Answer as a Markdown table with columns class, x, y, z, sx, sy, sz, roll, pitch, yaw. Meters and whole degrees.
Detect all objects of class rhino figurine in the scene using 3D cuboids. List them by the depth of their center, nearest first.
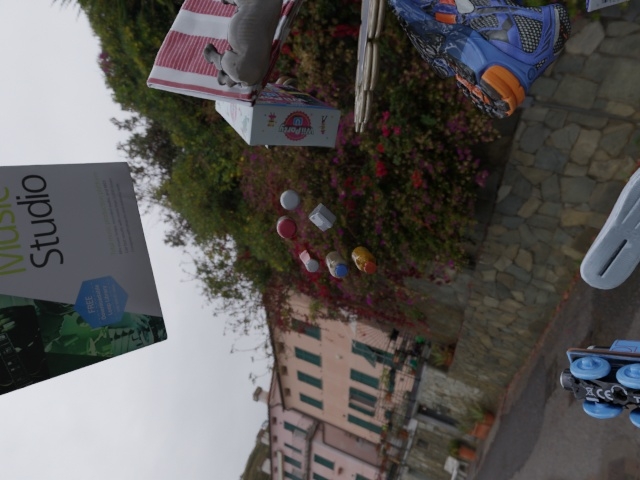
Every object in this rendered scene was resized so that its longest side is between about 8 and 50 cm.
| class | x | y | z | sx | sy | sz | roll | pitch | yaw |
| --- | --- | --- | --- | --- | --- | --- | --- | --- | --- |
| rhino figurine | -0.101 | -0.351 | 0.636 | 0.073 | 0.106 | 0.243 | -2 | -64 | -53 |

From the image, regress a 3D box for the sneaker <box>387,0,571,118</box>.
| class | x | y | z | sx | sy | sz | roll | pitch | yaw |
| --- | --- | --- | --- | --- | --- | --- | --- | --- | --- |
| sneaker | 0.138 | -0.197 | 0.386 | 0.087 | 0.221 | 0.083 | -39 | -42 | 16 |

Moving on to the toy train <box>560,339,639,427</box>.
| class | x | y | z | sx | sy | sz | roll | pitch | yaw |
| --- | --- | --- | --- | --- | --- | --- | --- | --- | --- |
| toy train | 0.382 | 0.159 | 0.480 | 0.105 | 0.184 | 0.080 | -26 | -82 | -34 |

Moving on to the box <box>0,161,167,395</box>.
| class | x | y | z | sx | sy | sz | roll | pitch | yaw |
| --- | --- | --- | --- | --- | --- | --- | --- | --- | --- |
| box | -0.343 | 0.041 | 0.430 | 0.322 | 0.059 | 0.232 | -13 | -90 | -41 |

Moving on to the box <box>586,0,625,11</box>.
| class | x | y | z | sx | sy | sz | roll | pitch | yaw |
| --- | --- | --- | --- | --- | --- | --- | --- | --- | --- |
| box | 0.330 | -0.323 | 0.410 | 0.072 | 0.126 | 0.137 | 27 | -116 | -56 |

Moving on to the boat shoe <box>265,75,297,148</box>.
| class | x | y | z | sx | sy | sz | roll | pitch | yaw |
| --- | --- | --- | --- | --- | --- | --- | --- | --- | --- |
| boat shoe | -0.167 | -0.437 | 1.406 | 0.111 | 0.104 | 0.307 | -37 | -10 | -34 |

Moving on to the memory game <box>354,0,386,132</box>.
| class | x | y | z | sx | sy | sz | roll | pitch | yaw |
| --- | --- | --- | --- | --- | --- | --- | --- | --- | --- |
| memory game | 0.045 | -0.193 | 0.381 | 0.186 | 0.012 | 0.186 | 4 | -90 | -89 |

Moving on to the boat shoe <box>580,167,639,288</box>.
| class | x | y | z | sx | sy | sz | roll | pitch | yaw |
| --- | --- | --- | --- | --- | --- | --- | --- | --- | --- |
| boat shoe | 0.570 | -0.049 | 0.750 | 0.094 | 0.109 | 0.302 | -33 | -28 | -57 |

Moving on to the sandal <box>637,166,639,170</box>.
| class | x | y | z | sx | sy | sz | roll | pitch | yaw |
| --- | --- | --- | --- | --- | --- | --- | --- | --- | --- |
| sandal | 0.917 | -0.159 | 1.082 | 0.446 | 0.107 | 0.167 | 37 | -125 | -62 |

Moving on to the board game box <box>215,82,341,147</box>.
| class | x | y | z | sx | sy | sz | roll | pitch | yaw |
| --- | --- | --- | --- | --- | --- | --- | --- | --- | --- |
| board game box | -0.119 | -0.330 | 1.069 | 0.224 | 0.303 | 0.097 | -5 | -57 | -28 |

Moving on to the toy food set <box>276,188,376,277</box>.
| class | x | y | z | sx | sy | sz | roll | pitch | yaw |
| --- | --- | --- | --- | --- | --- | --- | --- | --- | --- |
| toy food set | 0.000 | 0.000 | 0.834 | 0.111 | 0.232 | 0.104 | -46 | 13 | 4 |

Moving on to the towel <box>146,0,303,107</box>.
| class | x | y | z | sx | sy | sz | roll | pitch | yaw |
| --- | --- | --- | --- | --- | --- | --- | --- | --- | --- |
| towel | -0.163 | -0.408 | 0.767 | 0.037 | 0.237 | 0.328 | 51 | -123 | -68 |
